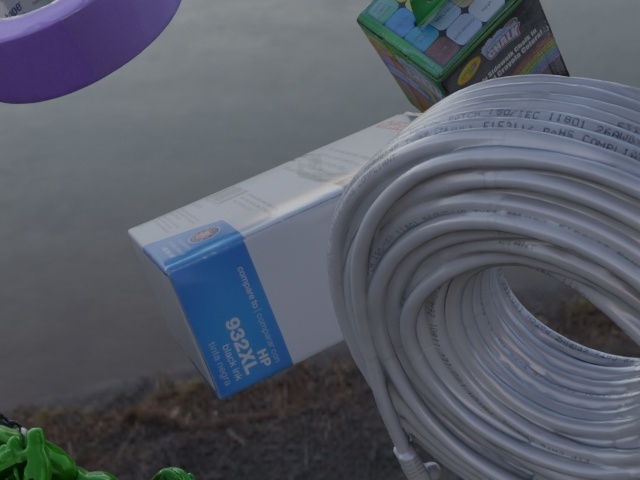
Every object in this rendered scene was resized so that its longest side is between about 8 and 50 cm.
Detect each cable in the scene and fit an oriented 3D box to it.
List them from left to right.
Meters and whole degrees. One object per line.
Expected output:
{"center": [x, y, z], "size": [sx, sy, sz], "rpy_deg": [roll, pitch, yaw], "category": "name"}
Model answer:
{"center": [0.124, 0.042, 0.570], "size": [0.257, 0.257, 0.089], "rpy_deg": [-2, 35, 42], "category": "cable"}

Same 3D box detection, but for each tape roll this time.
{"center": [-0.301, -0.282, 1.365], "size": [0.275, 0.090, 0.275], "rpy_deg": [-16, 41, 14], "category": "tape roll"}

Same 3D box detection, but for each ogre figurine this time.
{"center": [-0.122, 0.173, 0.690], "size": [0.197, 0.118, 0.097], "rpy_deg": [10, 72, 24], "category": "ogre figurine"}

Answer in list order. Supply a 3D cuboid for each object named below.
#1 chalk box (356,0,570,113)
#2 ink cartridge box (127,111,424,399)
{"center": [0.136, -0.204, 1.152], "size": [0.132, 0.213, 0.132], "rpy_deg": [-45, 54, -2], "category": "chalk box"}
{"center": [0.000, 0.000, 1.081], "size": [0.307, 0.129, 0.223], "rpy_deg": [-25, 15, -12], "category": "ink cartridge box"}
